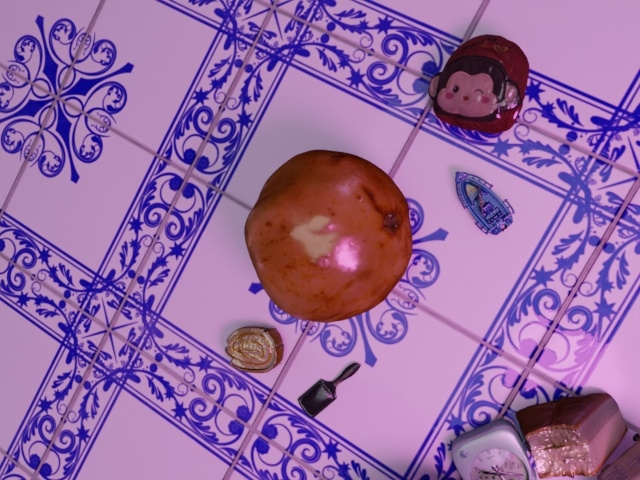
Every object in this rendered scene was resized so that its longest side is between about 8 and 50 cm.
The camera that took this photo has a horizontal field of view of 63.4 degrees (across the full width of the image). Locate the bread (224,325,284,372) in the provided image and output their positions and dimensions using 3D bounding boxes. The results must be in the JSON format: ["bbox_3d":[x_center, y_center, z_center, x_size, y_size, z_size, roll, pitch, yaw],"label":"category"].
[{"bbox_3d":[-0.171,0.279,1.332,0.156,0.064,0.118,2,84,15],"label":"bread"}]

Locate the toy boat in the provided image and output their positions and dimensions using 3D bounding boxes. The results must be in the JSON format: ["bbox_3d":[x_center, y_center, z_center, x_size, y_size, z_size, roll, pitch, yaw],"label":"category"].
[{"bbox_3d":[0.369,-0.094,1.188,0.091,0.110,0.175,-39,78,9],"label":"toy boat"}]

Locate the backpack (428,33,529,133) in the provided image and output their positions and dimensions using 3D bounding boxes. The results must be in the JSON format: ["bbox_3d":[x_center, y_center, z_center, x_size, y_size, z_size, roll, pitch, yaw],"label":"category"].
[{"bbox_3d":[0.373,-0.360,1.189,0.229,0.138,0.230,-4,83,32],"label":"backpack"}]

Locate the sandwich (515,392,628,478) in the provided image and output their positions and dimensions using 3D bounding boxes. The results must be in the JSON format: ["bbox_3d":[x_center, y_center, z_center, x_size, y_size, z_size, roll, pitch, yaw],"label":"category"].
[{"bbox_3d":[0.542,0.405,1.088,0.219,0.186,0.108,-19,86,12],"label":"sandwich"}]

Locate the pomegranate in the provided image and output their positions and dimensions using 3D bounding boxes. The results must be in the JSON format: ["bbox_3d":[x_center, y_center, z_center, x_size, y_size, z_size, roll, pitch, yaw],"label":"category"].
[{"bbox_3d":[0.000,0.000,1.166,0.409,0.410,0.411,-1,88,14],"label":"pomegranate"}]

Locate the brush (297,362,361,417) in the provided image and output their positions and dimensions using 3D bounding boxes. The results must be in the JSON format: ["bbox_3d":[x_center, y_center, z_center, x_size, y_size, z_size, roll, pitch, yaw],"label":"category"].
[{"bbox_3d":[0.026,0.368,1.302,0.193,0.016,0.063,-43,80,9],"label":"brush"}]

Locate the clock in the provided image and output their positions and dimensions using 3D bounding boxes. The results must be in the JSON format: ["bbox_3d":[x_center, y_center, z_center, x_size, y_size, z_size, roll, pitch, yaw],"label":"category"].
[{"bbox_3d":[0.404,0.530,1.177,0.159,0.066,0.211,-25,83,12],"label":"clock"}]

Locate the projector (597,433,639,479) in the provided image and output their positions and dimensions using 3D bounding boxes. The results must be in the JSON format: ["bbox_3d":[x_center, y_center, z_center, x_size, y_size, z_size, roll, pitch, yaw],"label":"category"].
[{"bbox_3d":[0.654,0.530,1.036,0.193,0.088,0.270,-38,111,-3],"label":"projector"}]
